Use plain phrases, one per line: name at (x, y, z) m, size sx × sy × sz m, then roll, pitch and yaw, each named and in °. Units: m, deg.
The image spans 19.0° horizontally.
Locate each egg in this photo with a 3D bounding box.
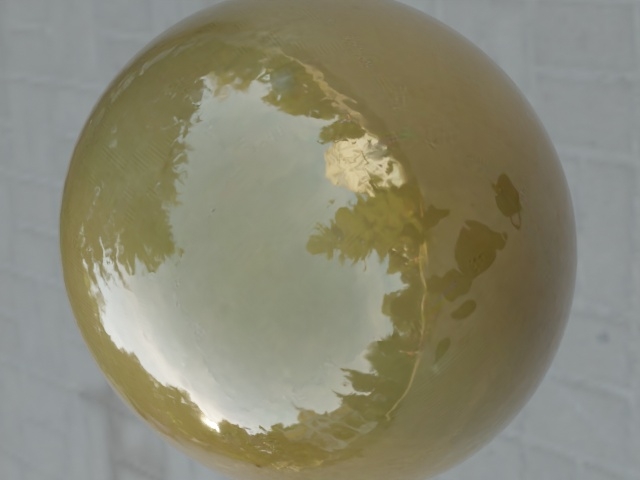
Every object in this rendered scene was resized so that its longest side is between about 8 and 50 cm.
egg at (0.000, 0.000, 1.136) m, size 0.374 × 0.301 × 0.301 m, roll -155°, pitch 63°, yaw -64°
